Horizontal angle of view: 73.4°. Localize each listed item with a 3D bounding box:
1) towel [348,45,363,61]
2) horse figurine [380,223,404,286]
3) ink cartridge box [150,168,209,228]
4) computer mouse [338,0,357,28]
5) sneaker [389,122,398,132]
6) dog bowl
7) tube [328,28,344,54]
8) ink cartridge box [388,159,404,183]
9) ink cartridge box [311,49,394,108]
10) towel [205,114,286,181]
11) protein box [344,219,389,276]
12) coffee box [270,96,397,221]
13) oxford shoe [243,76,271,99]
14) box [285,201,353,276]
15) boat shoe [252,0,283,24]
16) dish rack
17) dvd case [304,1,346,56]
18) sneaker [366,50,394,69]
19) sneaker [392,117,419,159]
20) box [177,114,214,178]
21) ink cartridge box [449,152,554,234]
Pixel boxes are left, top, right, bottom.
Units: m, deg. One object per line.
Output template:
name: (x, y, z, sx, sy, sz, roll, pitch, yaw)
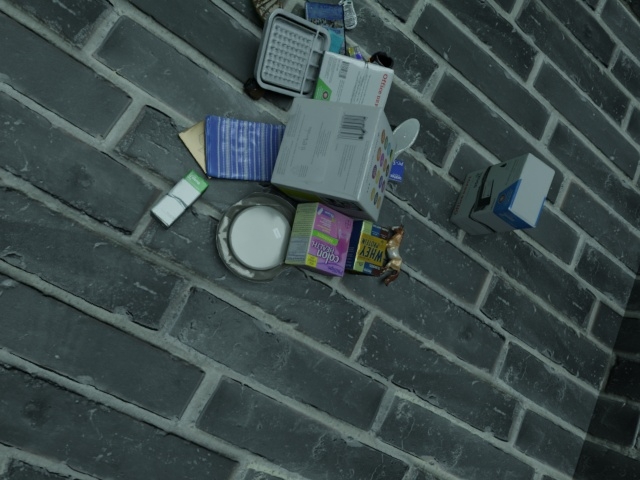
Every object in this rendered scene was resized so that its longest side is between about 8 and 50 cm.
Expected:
towel: (0.160, -0.838, 1.943, 0.060, 0.009, 0.083, -19, 93, -23)
horse figurine: (0.303, 0.068, 1.913, 0.175, 0.066, 0.263, -8, 87, -17)
ink cartridge box: (-0.509, -0.144, 1.545, 0.087, 0.153, 0.208, 44, 71, -13)
computer mouse: (0.112, -1.036, 1.915, 0.106, 0.042, 0.192, -12, 96, 0)
sneaker: (0.213, -0.460, 1.894, 0.331, 0.122, 0.146, 4, 99, -20)
dog bowl: (-0.238, -0.009, 1.675, 0.349, 0.102, 0.348, 1, 87, -23)
tube: (0.045, -0.801, 1.848, 0.080, 0.052, 0.206, 18, 82, -28)
ink cartridge box: (0.274, -0.329, 1.936, 0.207, 0.046, 0.097, 11, 82, -21)
ink cartridge box: (0.127, -0.630, 1.758, 0.290, 0.121, 0.211, 13, 111, -9)
towel: (-0.286, -0.359, 1.697, 0.336, 0.040, 0.243, 1, 85, -27)
protein box: (0.153, 0.034, 1.771, 0.136, 0.200, 0.201, 17, 81, -29)
coffee box: (0.066, -0.294, 1.620, 0.339, 0.334, 0.337, 13, 84, 21)
oxford shoe: (-0.217, -0.660, 1.751, 0.227, 0.083, 0.096, -54, 129, -18)
box: (0.000, 0.000, 1.670, 0.214, 0.117, 0.242, 23, 75, -43)
boat shoe: (-0.187, -0.904, 1.761, 0.109, 0.098, 0.302, -37, 102, -7)
dish rack: (-0.118, -0.726, 1.695, 0.333, 0.072, 0.285, -5, 120, -49)
dvd case: (0.025, -0.896, 1.867, 0.181, 0.022, 0.252, -7, 97, -22)
sneaker: (0.180, -0.731, 1.852, 0.321, 0.180, 0.124, -34, 99, -21)
sneaker: (0.291, -0.402, 1.829, 0.105, 0.147, 0.295, 38, 91, -23)
box: (-0.424, -0.364, 1.666, 0.164, 0.021, 0.201, -38, 100, -20)
ink cartridge box: (0.813, -0.195, 1.963, 0.166, 0.395, 0.285, 29, 76, -16)
